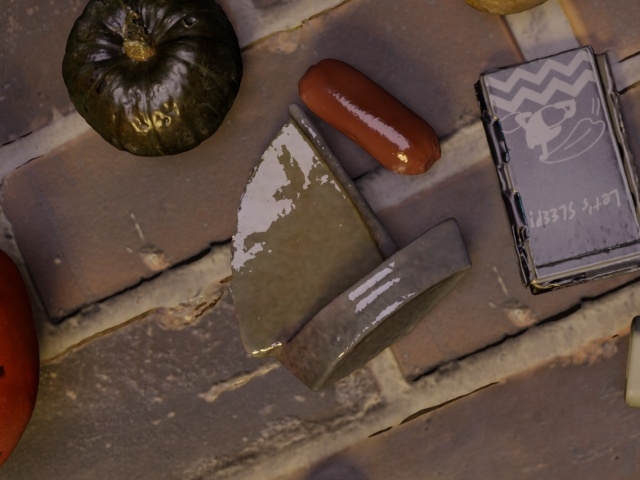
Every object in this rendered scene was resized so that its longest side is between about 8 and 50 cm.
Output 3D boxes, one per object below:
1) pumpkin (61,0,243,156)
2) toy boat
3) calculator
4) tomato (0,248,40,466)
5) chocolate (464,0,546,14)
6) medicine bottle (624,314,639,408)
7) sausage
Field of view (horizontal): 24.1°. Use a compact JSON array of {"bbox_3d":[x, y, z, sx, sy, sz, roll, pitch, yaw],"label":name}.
[{"bbox_3d":[-0.203,-0.211,1.808,0.223,0.157,0.224,-2,76,9],"label":"pumpkin"},{"bbox_3d":[0.007,0.031,1.792,0.293,0.111,0.276,38,96,23],"label":"toy boat"},{"bbox_3d":[0.289,-0.084,1.770,0.165,0.028,0.274,-14,87,7],"label":"calculator"},{"bbox_3d":[-0.488,0.144,1.798,0.341,0.273,0.341,0,89,-3],"label":"tomato"},{"bbox_3d":[0.296,-0.356,1.730,0.309,0.134,0.134,-19,84,13],"label":"chocolate"},{"bbox_3d":[0.487,0.151,1.651,0.296,0.161,0.111,5,90,10],"label":"medicine bottle"},{"bbox_3d":[0.059,-0.148,1.795,0.194,0.077,0.077,38,95,11],"label":"sausage"}]
